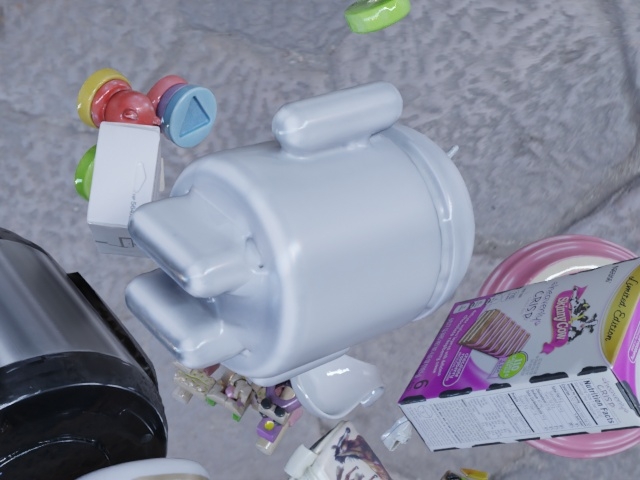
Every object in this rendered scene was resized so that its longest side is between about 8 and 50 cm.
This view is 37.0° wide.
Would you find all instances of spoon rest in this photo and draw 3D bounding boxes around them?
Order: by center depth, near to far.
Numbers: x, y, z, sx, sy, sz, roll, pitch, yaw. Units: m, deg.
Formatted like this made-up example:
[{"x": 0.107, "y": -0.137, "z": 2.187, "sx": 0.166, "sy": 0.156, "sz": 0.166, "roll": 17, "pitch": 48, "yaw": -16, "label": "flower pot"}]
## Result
[{"x": 0.036, "y": 0.241, "z": 1.635, "sx": 0.084, "sy": 0.276, "sz": 0.137, "roll": -29, "pitch": 68, "yaw": 22, "label": "spoon rest"}]

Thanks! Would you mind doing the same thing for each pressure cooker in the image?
[{"x": -0.429, "y": 0.179, "z": 1.171, "sx": 0.370, "sy": 0.375, "sz": 0.420, "roll": -46, "pitch": 52, "yaw": -5, "label": "pressure cooker"}]

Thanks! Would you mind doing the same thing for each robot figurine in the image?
[{"x": 0.000, "y": 0.000, "z": 0.876, "sx": 0.200, "sy": 0.353, "sz": 0.300, "roll": 41, "pitch": 131, "yaw": 36, "label": "robot figurine"}]

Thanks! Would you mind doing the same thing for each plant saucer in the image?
[{"x": 0.384, "y": 0.150, "z": 1.398, "sx": 0.332, "sy": 0.084, "sz": 0.332, "roll": 1, "pitch": 80, "yaw": -5, "label": "plant saucer"}]

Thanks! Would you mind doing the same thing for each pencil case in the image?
[{"x": 0.106, "y": 0.432, "z": 1.276, "sx": 0.160, "sy": 0.183, "sz": 0.410, "roll": -42, "pitch": 81, "yaw": -10, "label": "pencil case"}]

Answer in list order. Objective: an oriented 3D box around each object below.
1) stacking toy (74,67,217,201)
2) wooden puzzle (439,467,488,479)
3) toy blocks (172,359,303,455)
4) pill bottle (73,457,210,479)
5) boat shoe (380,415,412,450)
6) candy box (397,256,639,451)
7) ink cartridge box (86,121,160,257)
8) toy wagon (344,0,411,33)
[{"x": -0.336, "y": -0.188, "z": 1.900, "sx": 0.130, "sy": 0.309, "sz": 0.280, "roll": 28, "pitch": 113, "yaw": 29, "label": "stacking toy"}, {"x": 0.217, "y": 0.393, "z": 1.515, "sx": 0.078, "sy": 0.116, "sz": 0.014, "roll": 12, "pitch": 121, "yaw": 24, "label": "wooden puzzle"}, {"x": -0.136, "y": 0.252, "z": 2.035, "sx": 0.288, "sy": 0.260, "sz": 0.309, "roll": 30, "pitch": 153, "yaw": 9, "label": "toy blocks"}, {"x": -0.164, "y": 0.358, "z": 0.924, "sx": 0.153, "sy": 0.153, "sz": 0.265, "roll": -24, "pitch": 62, "yaw": 23, "label": "pill bottle"}, {"x": 0.135, "y": 0.316, "z": 1.573, "sx": 0.100, "sy": 0.035, "sz": 0.035, "roll": -52, "pitch": 59, "yaw": 41, "label": "boat shoe"}, {"x": 0.203, "y": 0.108, "z": 0.892, "sx": 0.233, "sy": 0.159, "sz": 0.071, "roll": -19, "pitch": 114, "yaw": 42, "label": "candy box"}, {"x": -0.277, "y": -0.068, "z": 1.374, "sx": 0.085, "sy": 0.203, "sz": 0.148, "roll": 6, "pitch": 76, "yaw": -7, "label": "ink cartridge box"}, {"x": 0.011, "y": -0.305, "z": 0.769, "sx": 0.068, "sy": 0.344, "sz": 0.267, "roll": -17, "pitch": 116, "yaw": 15, "label": "toy wagon"}]
